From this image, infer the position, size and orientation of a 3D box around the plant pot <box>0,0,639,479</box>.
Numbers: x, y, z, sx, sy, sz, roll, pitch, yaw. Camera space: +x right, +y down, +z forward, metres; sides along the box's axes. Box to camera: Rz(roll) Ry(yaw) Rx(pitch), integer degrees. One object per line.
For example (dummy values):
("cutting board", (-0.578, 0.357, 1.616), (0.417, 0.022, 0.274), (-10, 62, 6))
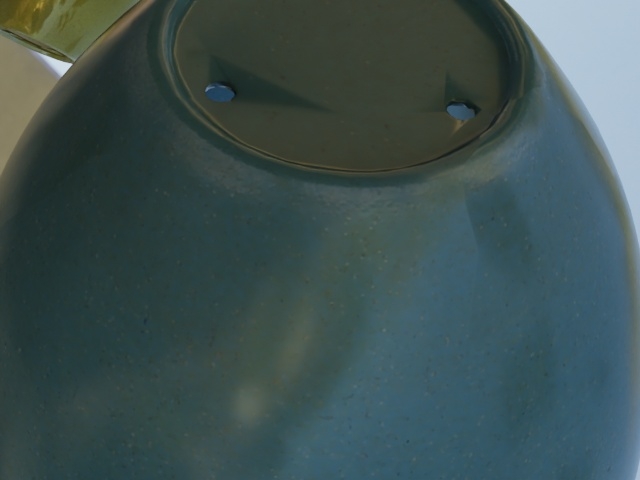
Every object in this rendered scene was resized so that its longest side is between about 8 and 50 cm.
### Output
("plant pot", (0.000, 0.000, 0.588), (0.290, 0.195, 0.290), (4, -133, -4))

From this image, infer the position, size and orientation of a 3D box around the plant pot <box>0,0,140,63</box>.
("plant pot", (-0.183, -0.180, 1.077), (0.134, 0.134, 0.095), (15, -98, 60))
